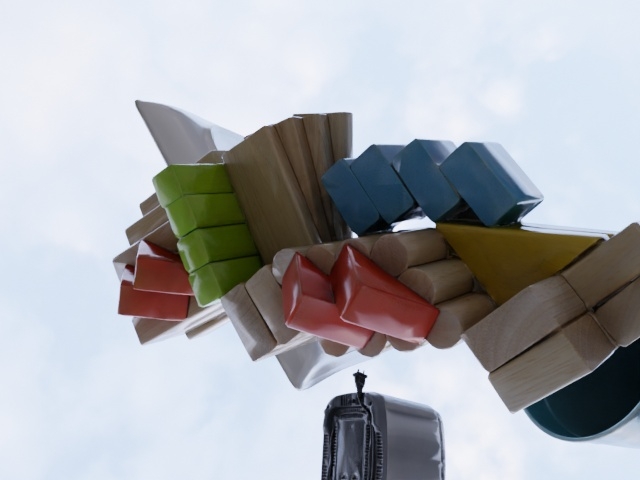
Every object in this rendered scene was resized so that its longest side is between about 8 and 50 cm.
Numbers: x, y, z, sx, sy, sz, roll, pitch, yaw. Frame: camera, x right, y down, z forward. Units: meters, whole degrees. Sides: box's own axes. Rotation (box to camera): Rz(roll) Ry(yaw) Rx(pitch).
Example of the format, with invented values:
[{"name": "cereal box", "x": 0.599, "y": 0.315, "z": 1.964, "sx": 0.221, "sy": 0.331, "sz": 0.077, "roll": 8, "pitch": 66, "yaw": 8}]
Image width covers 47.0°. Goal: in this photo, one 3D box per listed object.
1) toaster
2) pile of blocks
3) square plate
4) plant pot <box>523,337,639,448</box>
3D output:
[{"name": "toaster", "x": 0.088, "y": 0.303, "z": 1.028, "sx": 0.147, "sy": 0.129, "sz": 0.226, "roll": 18, "pitch": -115, "yaw": -37}, {"name": "pile of blocks", "x": 0.000, "y": 0.000, "z": 0.398, "sx": 0.113, "sy": 0.362, "sz": 0.148, "roll": -10, "pitch": -82, "yaw": -55}, {"name": "square plate", "x": -0.041, "y": -0.004, "z": 0.880, "sx": 0.049, "sy": 0.347, "sz": 0.344, "roll": -34, "pitch": -102, "yaw": 14}, {"name": "plant pot", "x": 0.448, "y": 0.159, "z": 1.002, "sx": 0.255, "sy": 0.272, "sz": 0.271, "roll": 18, "pitch": -119, "yaw": -22}]
